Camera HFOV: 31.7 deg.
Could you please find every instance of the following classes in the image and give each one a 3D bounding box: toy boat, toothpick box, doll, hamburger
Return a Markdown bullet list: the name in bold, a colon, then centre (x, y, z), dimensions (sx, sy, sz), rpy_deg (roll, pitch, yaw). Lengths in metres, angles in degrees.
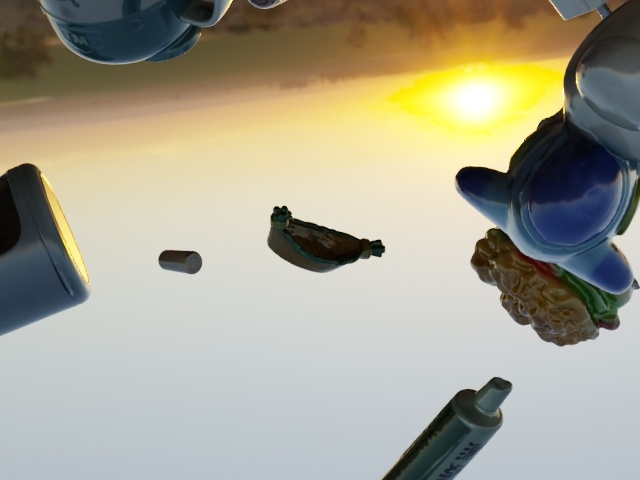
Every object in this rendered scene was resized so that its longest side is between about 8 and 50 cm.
- **toy boat**: centre (0.000, 0.000, 1.854), dimensions (0.229, 0.089, 0.088), rpy_deg (20, 131, -35)
- **toothpick box**: centre (-0.554, 0.060, 1.737), dimensions (0.354, 0.263, 0.263), rpy_deg (-23, -171, -7)
- **doll**: centre (0.276, -0.085, 1.049), dimensions (0.376, 0.187, 0.366), rpy_deg (-11, 144, -38)
- **hamburger**: centre (0.320, 0.054, 1.576), dimensions (0.149, 0.237, 0.237), rpy_deg (-49, -168, -3)

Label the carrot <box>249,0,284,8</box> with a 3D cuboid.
- **carrot**: centre (-0.062, -0.397, 1.768), dimensions (0.059, 0.059, 0.248), rpy_deg (-6, -167, 17)

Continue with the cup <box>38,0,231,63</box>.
- **cup**: centre (-0.247, -0.364, 1.453), dimensions (0.289, 0.258, 0.219), rpy_deg (14, -125, 22)

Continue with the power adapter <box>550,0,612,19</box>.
- **power adapter**: centre (0.362, -0.354, 1.464), dimensions (0.130, 0.205, 0.125), rpy_deg (-41, -170, -11)

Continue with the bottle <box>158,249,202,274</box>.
- **bottle**: centre (-0.268, 0.039, 2.144), dimensions (0.045, 0.045, 0.096), rpy_deg (-14, -167, -40)

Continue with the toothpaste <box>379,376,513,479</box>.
- **toothpaste**: centre (0.110, 0.284, 1.328), dimensions (0.098, 0.392, 0.061), rpy_deg (8, -137, -31)
